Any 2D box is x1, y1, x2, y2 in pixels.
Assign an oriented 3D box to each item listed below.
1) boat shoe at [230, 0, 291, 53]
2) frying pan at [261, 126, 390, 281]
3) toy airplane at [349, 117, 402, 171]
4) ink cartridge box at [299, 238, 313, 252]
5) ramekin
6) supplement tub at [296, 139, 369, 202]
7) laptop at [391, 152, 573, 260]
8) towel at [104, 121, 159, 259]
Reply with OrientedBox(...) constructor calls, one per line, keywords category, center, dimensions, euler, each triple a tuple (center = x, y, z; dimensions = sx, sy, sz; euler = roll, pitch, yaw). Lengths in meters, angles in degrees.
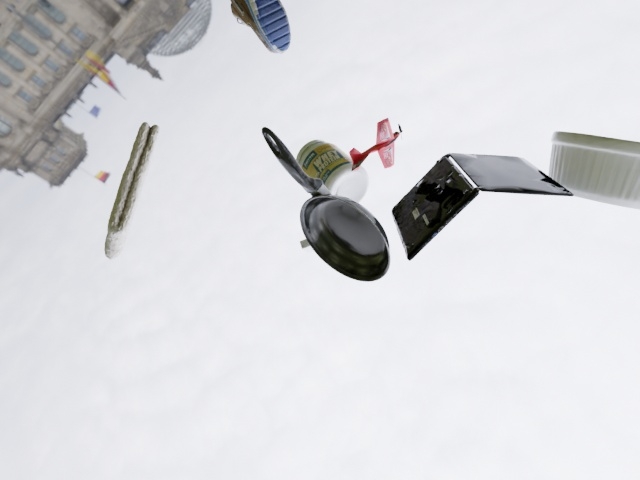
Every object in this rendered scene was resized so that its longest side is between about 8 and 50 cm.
OrientedBox(category="boat shoe", center=(-0.113, -0.396, 0.821), dimensions=(0.066, 0.183, 0.066), euler=(-38, -162, -36))
OrientedBox(category="frying pan", center=(0.001, -0.051, 0.898), dimensions=(0.053, 0.326, 0.197), euler=(-45, 179, -33))
OrientedBox(category="toy airplane", center=(0.118, -0.196, 1.053), dimensions=(0.151, 0.151, 0.028), euler=(-46, -123, 5))
OrientedBox(category="ink cartridge box", center=(0.000, 0.000, 1.516), dimensions=(0.115, 0.063, 0.029), euler=(-22, -108, 13))
OrientedBox(category="ramekin", center=(0.619, -0.147, 1.037), dimensions=(0.273, 0.273, 0.127), euler=(28, -67, 50))
OrientedBox(category="supplement tub", center=(0.029, -0.189, 1.383), dimensions=(0.144, 0.144, 0.199), euler=(-47, -132, 5))
OrientedBox(category="laptop", center=(0.284, -0.070, 0.935), dimensions=(0.264, 0.137, 0.234), euler=(-48, -164, 19))
OrientedBox(category="towel", center=(-0.425, -0.112, 1.091), dimensions=(0.187, 0.049, 0.282), euler=(142, -39, -59))
